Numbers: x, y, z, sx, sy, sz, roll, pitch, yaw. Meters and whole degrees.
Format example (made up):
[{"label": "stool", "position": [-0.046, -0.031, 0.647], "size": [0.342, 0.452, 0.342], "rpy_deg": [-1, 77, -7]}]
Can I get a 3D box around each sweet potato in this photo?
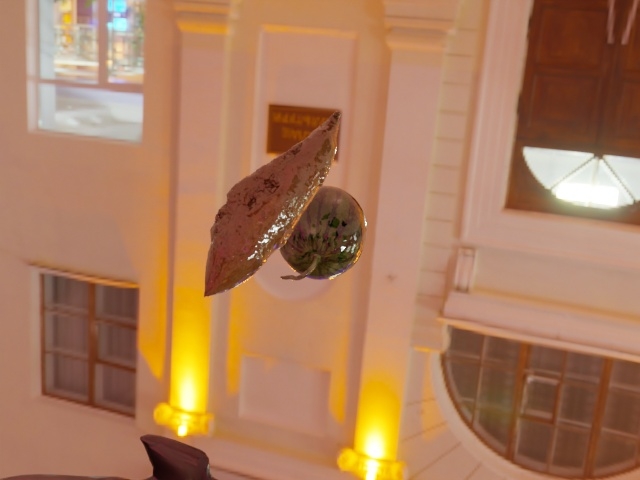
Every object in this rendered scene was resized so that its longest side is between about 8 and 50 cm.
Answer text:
[{"label": "sweet potato", "position": [-0.042, -0.036, 0.697], "size": [0.068, 0.206, 0.060], "rpy_deg": [43, 166, -12]}]

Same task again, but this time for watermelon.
[{"label": "watermelon", "position": [0.000, 0.000, 1.189], "size": [0.141, 0.140, 0.187], "rpy_deg": [5, -143, 5]}]

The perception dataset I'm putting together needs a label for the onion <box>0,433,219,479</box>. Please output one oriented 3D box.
[{"label": "onion", "position": [-0.140, 0.214, 0.271], "size": [0.280, 0.146, 0.314], "rpy_deg": [1, -155, 2]}]
